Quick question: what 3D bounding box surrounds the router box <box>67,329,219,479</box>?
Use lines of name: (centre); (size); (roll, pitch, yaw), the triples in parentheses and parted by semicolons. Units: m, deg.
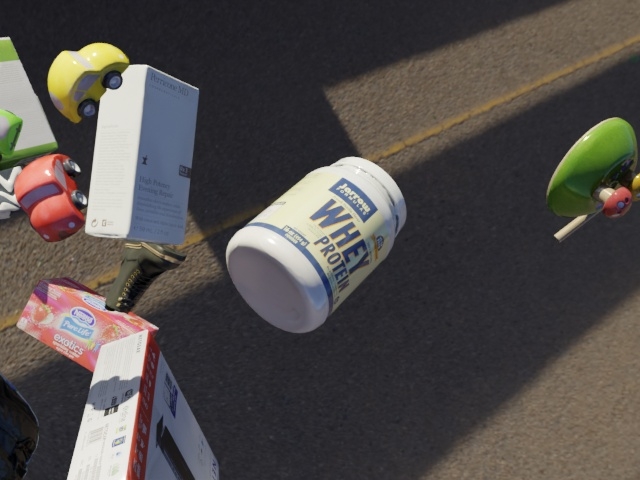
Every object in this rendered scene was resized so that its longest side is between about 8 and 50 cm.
router box: (-0.232, 0.340, 0.960); (0.082, 0.335, 0.301); (-20, 116, -1)

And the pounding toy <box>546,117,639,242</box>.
pounding toy: (0.475, -0.078, 1.102); (0.183, 0.237, 0.110); (-41, 55, -3)

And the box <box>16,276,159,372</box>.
box: (-0.509, 0.192, 1.490); (0.257, 0.128, 0.122); (28, 94, 7)

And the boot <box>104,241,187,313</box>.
boot: (-0.293, 0.068, 1.116); (0.077, 0.198, 0.137); (27, 79, -25)

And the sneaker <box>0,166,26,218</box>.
sneaker: (-0.708, -0.138, 1.626); (0.235, 0.094, 0.153); (-12, 83, -48)

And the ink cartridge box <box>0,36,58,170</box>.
ink cartridge box: (-0.696, -0.278, 1.409); (0.189, 0.097, 0.255); (-27, 97, -46)

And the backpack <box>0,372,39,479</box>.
backpack: (-0.754, 0.383, 1.393); (0.355, 0.273, 0.290); (44, 37, -30)

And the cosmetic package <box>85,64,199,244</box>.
cosmetic package: (-0.242, -0.113, 0.932); (0.117, 0.086, 0.231); (11, 84, -62)

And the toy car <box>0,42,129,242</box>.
toy car: (-0.340, -0.122, 0.753); (0.053, 0.225, 0.238); (46, 51, -63)

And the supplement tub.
supplement tub: (0.000, 0.000, 1.334); (0.235, 0.235, 0.325); (52, 55, -7)
